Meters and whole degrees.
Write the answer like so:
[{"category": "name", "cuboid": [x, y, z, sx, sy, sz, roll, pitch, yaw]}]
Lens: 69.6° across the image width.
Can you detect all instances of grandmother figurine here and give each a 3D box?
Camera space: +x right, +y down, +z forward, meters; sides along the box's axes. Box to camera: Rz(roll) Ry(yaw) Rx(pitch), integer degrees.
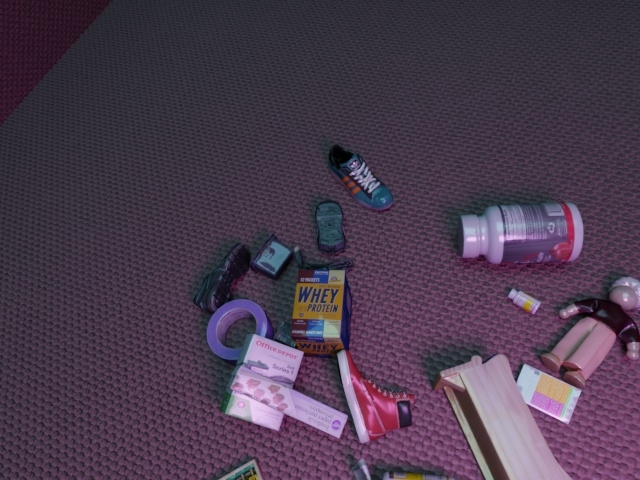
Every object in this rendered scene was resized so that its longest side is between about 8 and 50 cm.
[{"category": "grandmother figurine", "cuboid": [0.755, 0.235, 1.232, 0.207, 0.104, 0.342, 40, 77, 18]}]

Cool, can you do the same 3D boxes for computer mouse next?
[{"category": "computer mouse", "cuboid": [0.000, 0.000, 1.535, 0.184, 0.060, 0.262, -11, 70, 0]}]

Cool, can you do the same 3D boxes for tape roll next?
[{"category": "tape roll", "cuboid": [-0.243, 0.281, 1.402, 0.188, 0.080, 0.189, -5, 60, 8]}]

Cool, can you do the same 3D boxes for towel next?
[{"category": "towel", "cuboid": [0.114, 0.620, 1.118, 0.023, 0.113, 0.152, -11, 58, -12]}]

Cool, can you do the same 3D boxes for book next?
[{"category": "book", "cuboid": [0.587, 0.401, 1.204, 0.144, 0.035, 0.096, 25, 71, 23]}]

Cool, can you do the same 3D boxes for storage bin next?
[{"category": "storage bin", "cuboid": [-0.155, 0.058, 1.513, 0.091, 0.098, 0.135, 30, 69, 13]}]

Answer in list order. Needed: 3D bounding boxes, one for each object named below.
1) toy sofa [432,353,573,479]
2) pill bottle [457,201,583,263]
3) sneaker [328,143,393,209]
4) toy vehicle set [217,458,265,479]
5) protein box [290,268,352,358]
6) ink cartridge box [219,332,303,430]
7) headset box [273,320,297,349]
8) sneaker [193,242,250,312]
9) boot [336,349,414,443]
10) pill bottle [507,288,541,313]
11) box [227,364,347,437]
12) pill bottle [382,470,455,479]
[{"category": "toy sofa", "cuboid": [0.431, 0.474, 1.122, 0.177, 0.150, 0.363, -18, 58, -6]}, {"category": "pill bottle", "cuboid": [0.579, -0.019, 1.364, 0.318, 0.176, 0.176, -2, 60, 9]}, {"category": "sneaker", "cuboid": [0.129, -0.223, 1.600, 0.108, 0.121, 0.302, -41, 62, -13]}, {"category": "toy vehicle set", "cuboid": [-0.253, 0.710, 1.179, 0.266, 0.035, 0.166, -29, 59, -7]}, {"category": "protein box", "cuboid": [0.010, 0.214, 1.321, 0.135, 0.201, 0.200, 0, 60, 11]}, {"category": "ink cartridge box", "cuboid": [-0.159, 0.384, 1.268, 0.160, 0.092, 0.220, 23, 71, -14]}, {"category": "headset box", "cuboid": [-0.097, 0.287, 1.398, 0.083, 0.032, 0.062, 21, 66, 19]}, {"category": "sneaker", "cuboid": [-0.324, 0.111, 1.504, 0.106, 0.101, 0.267, -1, 46, 33]}, {"category": "boot", "cuboid": [0.150, 0.394, 1.237, 0.176, 0.088, 0.244, -19, 81, -2]}, {"category": "pill bottle", "cuboid": [0.587, 0.174, 1.328, 0.083, 0.043, 0.043, 33, 71, 26]}, {"category": "box", "cuboid": [-0.085, 0.420, 1.201, 0.323, 0.067, 0.063, 29, 69, -12]}, {"category": "pill bottle", "cuboid": [0.255, 0.619, 1.089, 0.214, 0.117, 0.117, 0, 60, 11]}]
